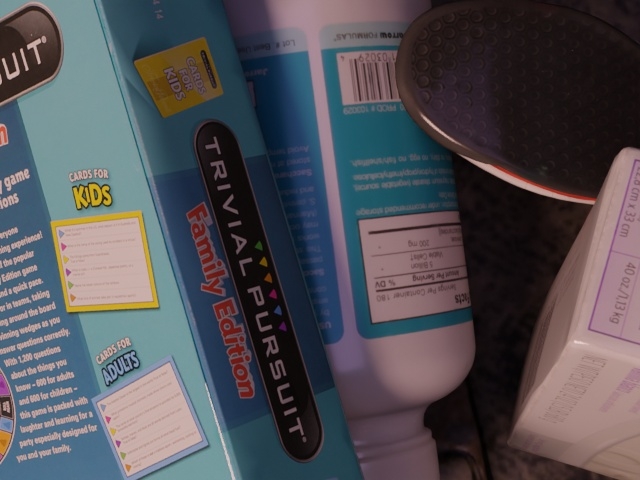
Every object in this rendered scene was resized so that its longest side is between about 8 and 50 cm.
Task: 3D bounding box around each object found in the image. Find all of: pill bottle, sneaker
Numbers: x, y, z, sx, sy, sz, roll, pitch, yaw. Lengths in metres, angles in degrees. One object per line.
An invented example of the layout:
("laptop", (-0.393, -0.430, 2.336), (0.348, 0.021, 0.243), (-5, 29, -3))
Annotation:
("pill bottle", (0.000, 0.000, 0.711), (0.146, 0.146, 0.264), (-7, 89, -3))
("sneaker", (0.157, -0.054, 0.713), (0.270, 0.145, 0.090), (8, 86, -9))

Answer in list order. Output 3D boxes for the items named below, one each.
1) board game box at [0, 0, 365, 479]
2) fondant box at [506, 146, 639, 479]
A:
("board game box", (-0.120, 0.046, 0.666), (0.254, 0.079, 0.336), (-17, 89, 41))
("fondant box", (0.268, 0.083, 0.647), (0.330, 0.238, 0.096), (15, 73, 6))
